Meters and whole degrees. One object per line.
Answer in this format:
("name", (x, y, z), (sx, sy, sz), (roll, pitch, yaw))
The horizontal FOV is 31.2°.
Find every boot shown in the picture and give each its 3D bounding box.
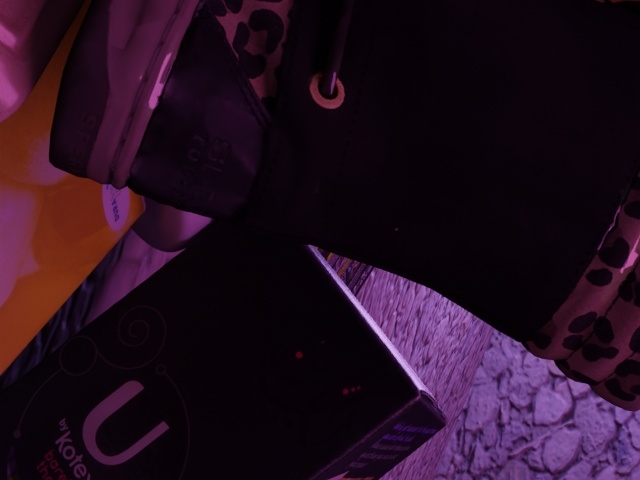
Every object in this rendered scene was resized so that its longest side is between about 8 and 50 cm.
("boot", (0.079, -0.127, 0.540), (0.377, 0.284, 0.138), (-64, -176, -30))

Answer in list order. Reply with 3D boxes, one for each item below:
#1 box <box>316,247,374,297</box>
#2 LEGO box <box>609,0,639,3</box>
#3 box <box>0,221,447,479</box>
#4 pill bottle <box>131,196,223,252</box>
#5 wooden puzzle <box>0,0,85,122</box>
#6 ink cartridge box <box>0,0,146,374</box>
("box", (0.000, 0.000, 1.130), (0.270, 0.060, 0.216), (-55, 158, -35))
("LEGO box", (0.162, -0.184, 0.864), (0.500, 0.193, 0.373), (21, 50, -72))
("box", (-0.079, 0.126, 0.721), (0.270, 0.165, 0.143), (-39, 160, 0))
("pill bottle", (-0.040, -0.077, 0.749), (0.193, 0.108, 0.108), (-27, 141, -30))
("wooden puzzle", (-0.140, -0.195, 0.411), (0.221, 0.044, 0.239), (48, 60, -42))
("ink cartridge box", (-0.205, -0.023, 0.506), (0.307, 0.072, 0.304), (-57, 159, -34))
